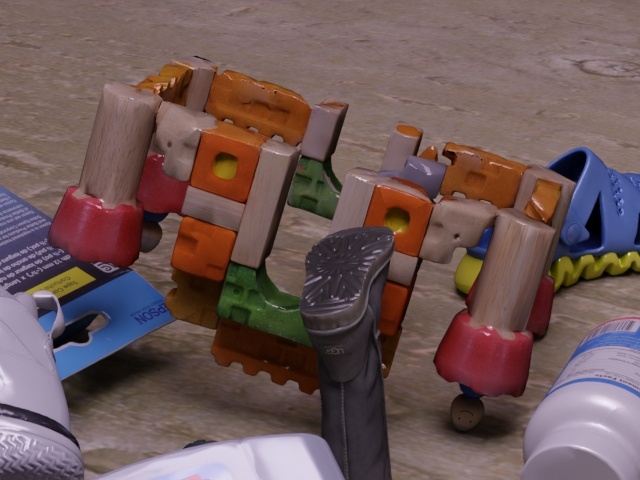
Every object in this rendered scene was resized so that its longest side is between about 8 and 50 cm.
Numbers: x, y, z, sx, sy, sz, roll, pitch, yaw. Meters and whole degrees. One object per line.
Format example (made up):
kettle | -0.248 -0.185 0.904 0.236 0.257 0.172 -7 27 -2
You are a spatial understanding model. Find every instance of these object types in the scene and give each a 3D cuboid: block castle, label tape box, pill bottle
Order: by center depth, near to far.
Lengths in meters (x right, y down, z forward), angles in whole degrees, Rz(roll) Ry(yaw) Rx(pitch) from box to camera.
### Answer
pill bottle | 0.237 0.158 1.592 0.124 0.124 0.221 8 26 22
block castle | 0.000 0.000 1.817 0.453 0.213 0.303 18 15 7
label tape box | -0.342 0.061 1.859 0.348 0.115 0.249 32 36 23

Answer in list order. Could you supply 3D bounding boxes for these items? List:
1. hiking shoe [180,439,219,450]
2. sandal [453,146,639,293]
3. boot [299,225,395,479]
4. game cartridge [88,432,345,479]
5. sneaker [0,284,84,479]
hiking shoe | 0.006 0.255 1.431 0.304 0.113 0.132 13 50 20
sandal | 0.279 -0.034 2.035 0.317 0.138 0.126 -17 25 -35
boot | 0.033 0.113 1.603 0.076 0.208 0.189 -4 26 21
game cartridge | -0.103 0.247 1.330 0.297 0.062 0.198 -19 65 -15
sneaker | -0.379 0.126 1.605 0.366 0.137 0.210 0 54 -7
